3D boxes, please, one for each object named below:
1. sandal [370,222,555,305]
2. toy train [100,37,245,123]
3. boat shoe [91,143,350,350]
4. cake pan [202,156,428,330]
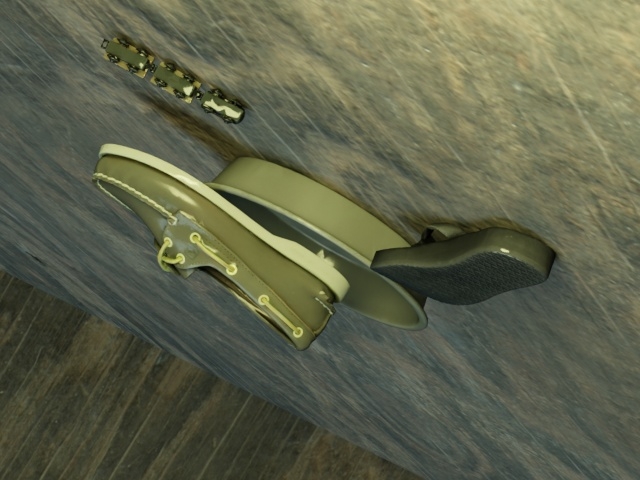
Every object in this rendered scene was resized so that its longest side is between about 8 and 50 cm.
[{"bbox_3d":[0.141,0.016,1.793,0.097,0.054,0.254,29,161,-26],"label":"sandal"},{"bbox_3d":[-0.142,-0.155,1.824,0.158,0.027,0.036,29,179,8],"label":"toy train"},{"bbox_3d":[-0.117,0.005,1.991,0.305,0.091,0.109,32,168,-6],"label":"boat shoe"},{"bbox_3d":[0.000,0.000,2.038,0.293,0.054,0.293,30,168,7],"label":"cake pan"}]
